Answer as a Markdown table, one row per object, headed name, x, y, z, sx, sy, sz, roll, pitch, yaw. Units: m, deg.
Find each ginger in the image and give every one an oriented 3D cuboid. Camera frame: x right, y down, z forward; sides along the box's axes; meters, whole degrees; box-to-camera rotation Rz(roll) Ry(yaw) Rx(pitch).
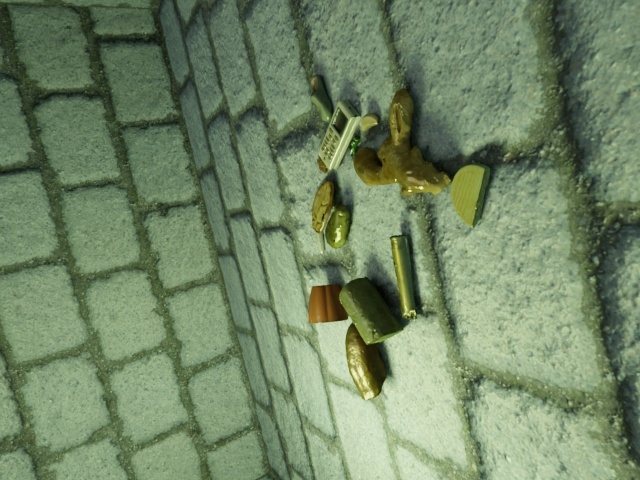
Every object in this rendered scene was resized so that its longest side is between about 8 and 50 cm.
| name | x | y | z | sx | sy | sz | roll | pitch | yaw |
| --- | --- | --- | --- | --- | --- | --- | --- | --- | --- |
| ginger | 0.245 | -0.251 | 1.399 | 0.363 | 0.122 | 0.348 | -44 | 57 | 46 |

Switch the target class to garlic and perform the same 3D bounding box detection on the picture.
| name | x | y | z | sx | sy | sz | roll | pitch | yaw |
| --- | --- | --- | --- | --- | --- | --- | --- | --- | --- |
| garlic | 0.176 | -0.429 | 1.509 | 0.083 | 0.041 | 0.053 | -2 | 107 | 52 |

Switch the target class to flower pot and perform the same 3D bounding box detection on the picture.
| name | x | y | z | sx | sy | sz | roll | pitch | yaw |
| --- | --- | --- | --- | --- | --- | --- | --- | --- | --- |
| flower pot | 0.033 | 0.293 | 1.967 | 0.190 | 0.190 | 0.173 | -14 | 78 | 60 |

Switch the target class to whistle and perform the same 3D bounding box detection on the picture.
| name | x | y | z | sx | sy | sz | roll | pitch | yaw |
| --- | --- | --- | --- | --- | --- | --- | --- | --- | --- |
| whistle | 0.306 | 0.138 | 1.536 | 0.068 | 0.057 | 0.326 | 6 | 109 | 58 |

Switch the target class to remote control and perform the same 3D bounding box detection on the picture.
| name | x | y | z | sx | sy | sz | roll | pitch | yaw |
| --- | --- | --- | --- | --- | --- | --- | --- | --- | --- |
| remote control | 0.068 | -0.415 | 1.677 | 0.103 | 0.055 | 0.277 | 58 | 147 | 24 |

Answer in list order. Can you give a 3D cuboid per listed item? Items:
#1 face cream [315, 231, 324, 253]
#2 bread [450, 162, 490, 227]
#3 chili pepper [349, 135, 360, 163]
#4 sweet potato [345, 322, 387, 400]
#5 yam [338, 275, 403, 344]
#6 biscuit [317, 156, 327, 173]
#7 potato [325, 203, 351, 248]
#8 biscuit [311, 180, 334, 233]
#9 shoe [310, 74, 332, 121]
| name | x | y | z | sx | sy | sz | roll | pitch | yaw |
| --- | --- | --- | --- | --- | --- | --- | --- | --- | --- |
| face cream | 0.000 | 0.000 | 2.005 | 0.034 | 0.034 | 0.130 | 9 | 111 | 58 |
| bread | 0.430 | -0.144 | 1.224 | 0.112 | 0.036 | 0.193 | 44 | 142 | 48 |
| chili pepper | 0.128 | -0.348 | 1.630 | 0.055 | 0.035 | 0.118 | -132 | 40 | -65 |
| sweet potato | 0.181 | 0.495 | 1.822 | 0.158 | 0.157 | 0.370 | -21 | 87 | 60 |
| yam | 0.197 | 0.290 | 1.687 | 0.268 | 0.161 | 0.161 | 57 | 146 | 27 |
| biscuit | 0.013 | -0.341 | 1.844 | 0.082 | 0.016 | 0.092 | 64 | 150 | 19 |
| potato | 0.076 | -0.057 | 1.796 | 0.117 | 0.090 | 0.225 | 47 | 144 | 32 |
| biscuit | 0.010 | -0.152 | 1.870 | 0.203 | 0.041 | 0.260 | -100 | 26 | -46 |
| shoe | -0.012 | -0.579 | 1.715 | 0.079 | 0.078 | 0.195 | -16 | 86 | 59 |
